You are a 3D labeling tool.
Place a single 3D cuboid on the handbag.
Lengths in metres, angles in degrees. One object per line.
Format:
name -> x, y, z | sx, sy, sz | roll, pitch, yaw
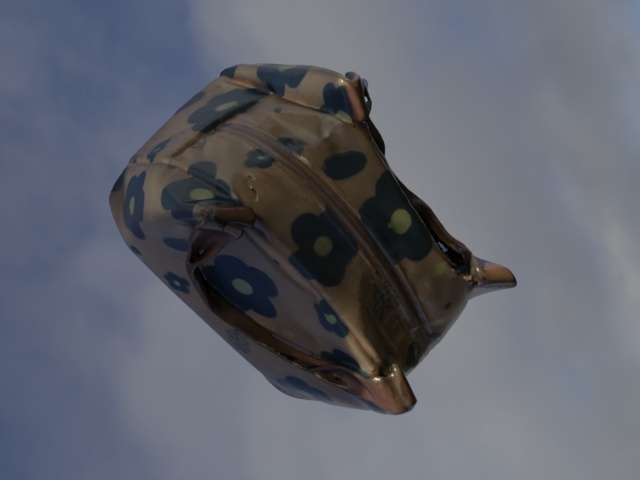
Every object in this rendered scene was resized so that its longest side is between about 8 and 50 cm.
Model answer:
handbag -> 0.000, 0.000, 0.706 | 0.190, 0.193, 0.251 | -47, -69, -12
